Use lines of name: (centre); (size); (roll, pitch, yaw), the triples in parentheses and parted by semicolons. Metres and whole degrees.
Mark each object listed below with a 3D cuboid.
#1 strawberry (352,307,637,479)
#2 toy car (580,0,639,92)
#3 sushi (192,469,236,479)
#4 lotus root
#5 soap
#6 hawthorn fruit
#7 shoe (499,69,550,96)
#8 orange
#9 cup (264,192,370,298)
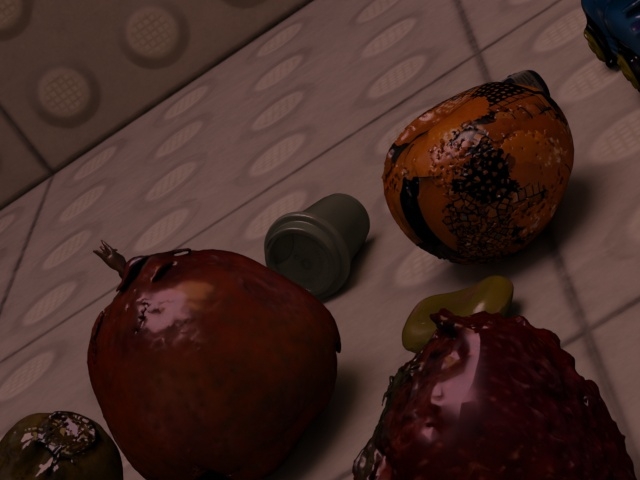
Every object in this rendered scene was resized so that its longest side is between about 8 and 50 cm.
strawberry: (0.139, 0.191, 1.286); (0.274, 0.220, 0.274); (23, -90, -86)
toy car: (0.421, -0.314, 2.039); (0.198, 0.166, 0.314); (-31, 19, 6)
sushi: (-0.110, 0.341, 1.317); (0.215, 0.227, 0.212); (-37, 11, -19)
lotus root: (-0.307, 0.312, 1.813); (0.154, 0.154, 0.278); (-87, 15, -66)
soap: (0.149, 0.082, 1.750); (0.140, 0.045, 0.089); (-21, 21, 41)
hawthorn fruit: (-0.143, 0.119, 1.793); (0.276, 0.307, 0.276); (-45, 6, 6)
shoe: (0.205, -0.147, 2.114); (0.207, 0.091, 0.106); (-39, 24, 3)
orange: (0.185, -0.079, 1.860); (0.234, 0.182, 0.234); (-42, 9, 8)
cup: (0.000, 0.000, 2.110); (0.120, 0.120, 0.141); (-24, 13, 31)
